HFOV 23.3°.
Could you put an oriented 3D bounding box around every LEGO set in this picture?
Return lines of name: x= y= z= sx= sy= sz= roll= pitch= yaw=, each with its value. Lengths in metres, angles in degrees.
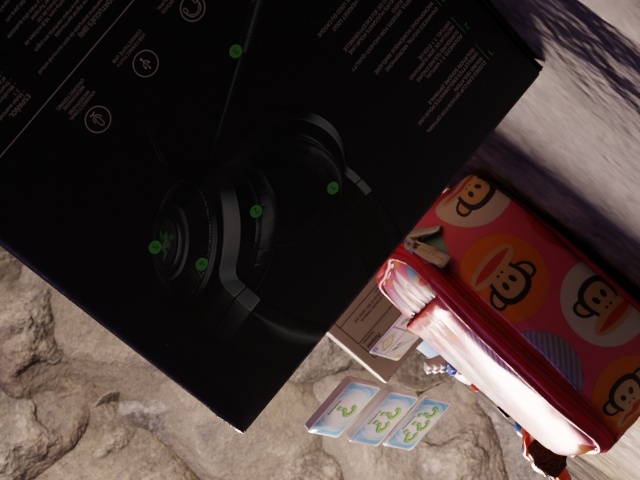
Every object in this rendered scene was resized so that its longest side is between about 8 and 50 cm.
LEGO set: x=0.124 y=0.138 z=1.625 sx=0.182 sy=0.244 sz=0.060 roll=20 pitch=-153 yaw=-46

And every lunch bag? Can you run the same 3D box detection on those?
lunch bag: x=0.144 y=0.048 z=1.225 sx=0.258 sy=0.120 sz=0.293 roll=44 pitch=175 yaw=5

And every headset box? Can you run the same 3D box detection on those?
headset box: x=-0.063 y=-0.081 z=0.769 sx=0.283 sy=0.246 sz=0.131 roll=42 pitch=175 yaw=-31

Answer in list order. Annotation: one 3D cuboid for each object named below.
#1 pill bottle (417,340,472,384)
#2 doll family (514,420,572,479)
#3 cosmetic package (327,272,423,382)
pill bottle: x=0.168 y=0.114 z=1.815 sx=0.160 sy=0.087 sz=0.087 roll=36 pitch=174 yaw=47
doll family: x=0.201 y=0.104 z=1.461 sx=0.263 sy=0.118 sz=0.163 roll=58 pitch=-178 yaw=0
cosmetic package: x=0.000 y=0.000 z=1.689 sx=0.296 sy=0.153 sz=0.129 roll=42 pitch=177 yaw=-6
